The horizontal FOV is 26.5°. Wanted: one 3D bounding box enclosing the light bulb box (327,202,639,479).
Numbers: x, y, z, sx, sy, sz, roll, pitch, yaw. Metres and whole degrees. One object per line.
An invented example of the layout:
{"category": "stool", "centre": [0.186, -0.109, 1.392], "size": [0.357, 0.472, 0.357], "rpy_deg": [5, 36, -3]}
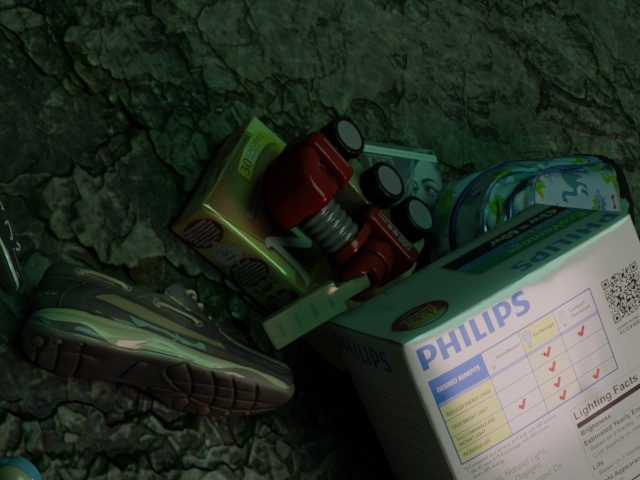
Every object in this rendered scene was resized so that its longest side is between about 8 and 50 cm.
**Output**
{"category": "light bulb box", "centre": [0.258, 0.190, 1.738], "size": [0.358, 0.225, 0.361], "rpy_deg": [-28, 106, -19]}

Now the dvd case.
{"category": "dvd case", "centre": [0.133, -0.044, 2.054], "size": [0.165, 0.018, 0.221], "rpy_deg": [6, 64, -39]}

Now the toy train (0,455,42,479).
{"category": "toy train", "centre": [-0.401, 0.211, 1.394], "size": [0.248, 0.105, 0.143], "rpy_deg": [52, 34, -6]}

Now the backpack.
{"category": "backpack", "centre": [0.319, 0.002, 2.034], "size": [0.356, 0.273, 0.290], "rpy_deg": [2, 90, -31]}

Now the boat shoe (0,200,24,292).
{"category": "boat shoe", "centre": [-0.368, 0.000, 1.572], "size": [0.038, 0.046, 0.125], "rpy_deg": [-19, 73, -40]}

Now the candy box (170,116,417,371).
{"category": "candy box", "centre": [-0.030, 0.006, 1.833], "size": [0.316, 0.087, 0.183], "rpy_deg": [42, 47, -18]}

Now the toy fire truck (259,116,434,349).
{"category": "toy fire truck", "centre": [0.000, 0.000, 1.715], "size": [0.217, 0.158, 0.246], "rpy_deg": [48, 36, -12]}

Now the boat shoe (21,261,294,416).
{"category": "boat shoe", "centre": [-0.178, 0.111, 1.616], "size": [0.355, 0.132, 0.130], "rpy_deg": [22, 55, -33]}
